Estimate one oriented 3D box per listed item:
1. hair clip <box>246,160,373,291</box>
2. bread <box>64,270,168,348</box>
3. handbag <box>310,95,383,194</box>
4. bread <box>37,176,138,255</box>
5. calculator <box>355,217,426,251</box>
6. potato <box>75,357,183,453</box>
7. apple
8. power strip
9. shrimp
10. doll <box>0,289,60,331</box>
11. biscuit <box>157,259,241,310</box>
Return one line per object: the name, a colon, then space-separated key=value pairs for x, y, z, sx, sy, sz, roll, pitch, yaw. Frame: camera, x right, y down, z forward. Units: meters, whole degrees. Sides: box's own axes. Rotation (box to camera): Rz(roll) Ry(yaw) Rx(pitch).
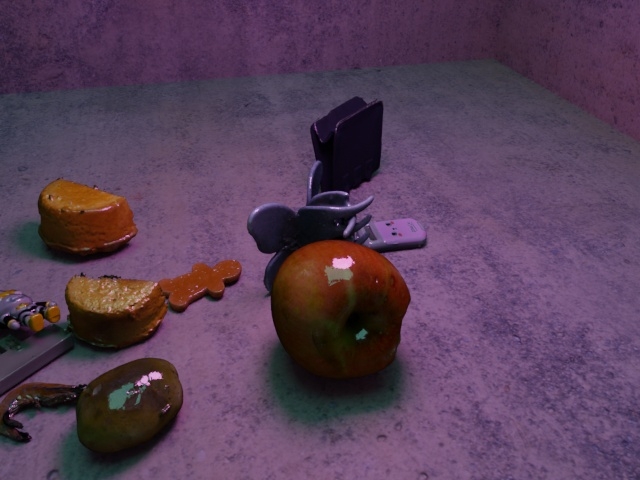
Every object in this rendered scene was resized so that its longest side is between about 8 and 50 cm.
hair clip: x=0.000 y=0.000 z=1.636 sx=0.238 sy=0.318 sz=0.392 roll=18 pitch=36 yaw=22
bread: x=-0.541 y=0.190 z=1.483 sx=0.260 sy=0.160 sz=0.147 roll=7 pitch=40 yaw=-2
handbag: x=0.104 y=-0.343 z=2.142 sx=0.122 sy=0.329 sz=0.303 roll=24 pitch=45 yaw=32
bread: x=-0.768 y=-0.063 z=1.810 sx=0.340 sy=0.194 sz=0.179 roll=16 pitch=30 yaw=16
calculator: x=0.231 y=-0.018 z=1.905 sx=0.246 sy=0.045 sz=0.141 roll=-7 pitch=34 yaw=-9
potato: x=-0.414 y=0.353 z=1.252 sx=0.228 sy=0.148 sz=0.197 roll=-11 pitch=50 yaw=-22
apple: x=0.043 y=0.159 z=1.392 sx=0.339 sy=0.340 sz=0.339 roll=1 pitch=34 yaw=0
power strip: x=-0.751 y=0.277 z=1.430 sx=0.145 sy=0.061 sz=0.215 roll=17 pitch=36 yaw=30
shrimp: x=-0.626 y=0.378 z=1.294 sx=0.219 sy=0.046 sz=0.152 roll=-4 pitch=33 yaw=-1
doll: x=-0.811 y=0.187 z=1.499 sx=0.316 sy=0.103 sz=0.145 roll=5 pitch=46 yaw=32
biscuit: x=-0.344 y=0.125 z=1.688 sx=0.250 sy=0.036 sz=0.165 roll=-25 pitch=42 yaw=-28
